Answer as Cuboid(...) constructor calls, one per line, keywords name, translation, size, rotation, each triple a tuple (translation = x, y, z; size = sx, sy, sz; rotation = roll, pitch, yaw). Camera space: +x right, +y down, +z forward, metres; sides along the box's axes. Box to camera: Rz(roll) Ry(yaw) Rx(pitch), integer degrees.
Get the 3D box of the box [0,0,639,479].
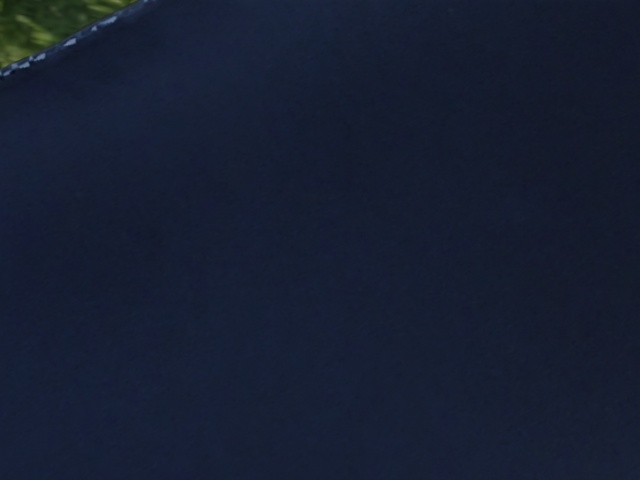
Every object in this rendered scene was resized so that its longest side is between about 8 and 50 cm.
Cuboid(name="box", translation=(0.023, 0.042, 0.534), size=(0.312, 0.343, 0.179), rotation=(-29, 81, -15))
